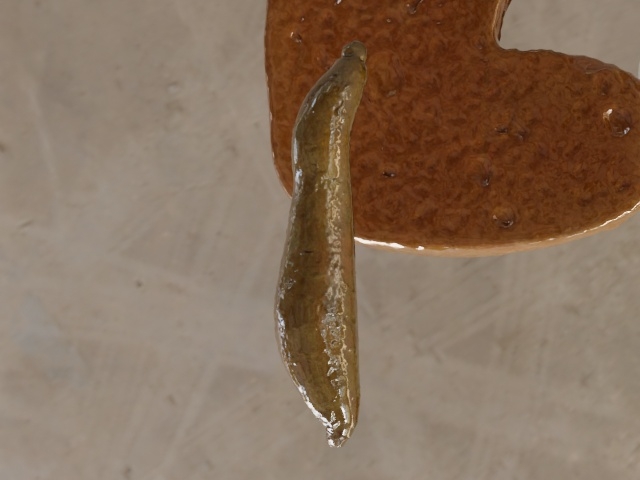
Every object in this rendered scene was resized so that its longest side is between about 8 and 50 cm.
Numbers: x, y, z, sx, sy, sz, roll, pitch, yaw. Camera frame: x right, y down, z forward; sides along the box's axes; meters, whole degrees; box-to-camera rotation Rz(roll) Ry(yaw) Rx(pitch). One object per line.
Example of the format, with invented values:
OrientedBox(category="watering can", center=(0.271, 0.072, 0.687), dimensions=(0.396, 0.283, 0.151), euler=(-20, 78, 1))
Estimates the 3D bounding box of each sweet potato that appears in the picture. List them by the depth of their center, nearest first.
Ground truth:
OrientedBox(category="sweet potato", center=(0.000, 0.000, 0.473), dimensions=(0.026, 0.026, 0.115), euler=(-2, 85, 35))

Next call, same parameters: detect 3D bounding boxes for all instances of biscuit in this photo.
OrientedBox(category="biscuit", center=(0.065, -0.088, 0.781), dimensions=(0.186, 0.036, 0.192), euler=(-3, 86, 16))

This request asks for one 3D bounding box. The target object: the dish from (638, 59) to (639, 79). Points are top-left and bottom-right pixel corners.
OrientedBox(category="dish", center=(0.450, -0.091, 1.588), dimensions=(0.324, 0.124, 0.324), euler=(12, 157, 5))
